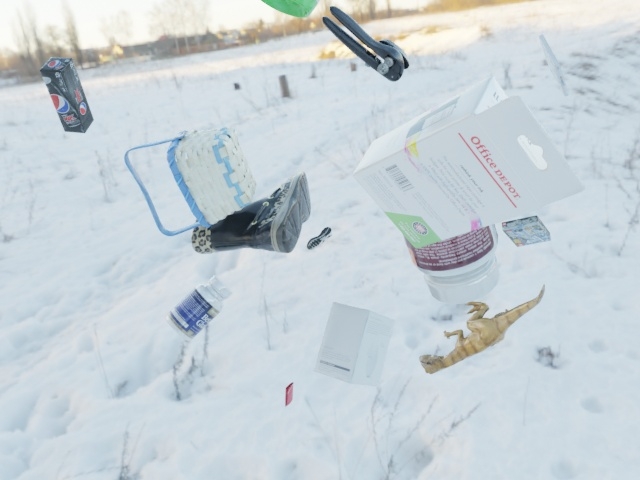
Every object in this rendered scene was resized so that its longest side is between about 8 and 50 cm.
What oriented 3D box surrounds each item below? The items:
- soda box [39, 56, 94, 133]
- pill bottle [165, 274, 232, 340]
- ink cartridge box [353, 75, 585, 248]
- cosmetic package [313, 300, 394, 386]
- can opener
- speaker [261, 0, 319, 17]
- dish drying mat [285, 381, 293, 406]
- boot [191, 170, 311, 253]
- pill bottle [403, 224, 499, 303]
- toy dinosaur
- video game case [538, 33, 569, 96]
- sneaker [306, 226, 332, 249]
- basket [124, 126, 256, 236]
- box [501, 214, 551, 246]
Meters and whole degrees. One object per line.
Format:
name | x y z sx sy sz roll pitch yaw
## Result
soda box | -0.578 -0.330 1.339 0.053 0.168 0.060 6 47 7
pill bottle | -0.315 0.174 1.535 0.169 0.094 0.094 -45 26 -5
ink cartridge box | 0.253 -0.133 1.007 0.353 0.207 0.119 -21 28 48
cosmetic package | 0.111 0.326 1.831 0.138 0.224 0.224 12 -9 30
can opener | 0.082 -0.364 1.088 0.186 0.059 0.073 31 31 -9
speaker | -0.018 -0.566 1.050 0.131 0.296 0.131 21 4 -1
dish drying mat | -0.088 0.434 1.644 0.008 0.083 0.032 27 44 26
boot | -0.186 -0.079 1.682 0.284 0.138 0.377 -5 33 14
pill bottle | 0.308 -0.052 1.444 0.224 0.392 0.224 -18 27 9
toy dinosaur | 0.222 0.112 0.747 0.211 0.064 0.112 -45 1 30
video game case | 0.491 -0.366 1.227 0.011 0.087 0.122 -26 -30 22
sneaker | 0.000 0.000 2.051 0.109 0.043 0.040 -37 62 -5
basket | -0.323 -0.150 1.490 0.289 0.254 0.201 -15 28 7
box | 0.557 -0.024 1.576 0.094 0.027 0.137 -13 -26 30
